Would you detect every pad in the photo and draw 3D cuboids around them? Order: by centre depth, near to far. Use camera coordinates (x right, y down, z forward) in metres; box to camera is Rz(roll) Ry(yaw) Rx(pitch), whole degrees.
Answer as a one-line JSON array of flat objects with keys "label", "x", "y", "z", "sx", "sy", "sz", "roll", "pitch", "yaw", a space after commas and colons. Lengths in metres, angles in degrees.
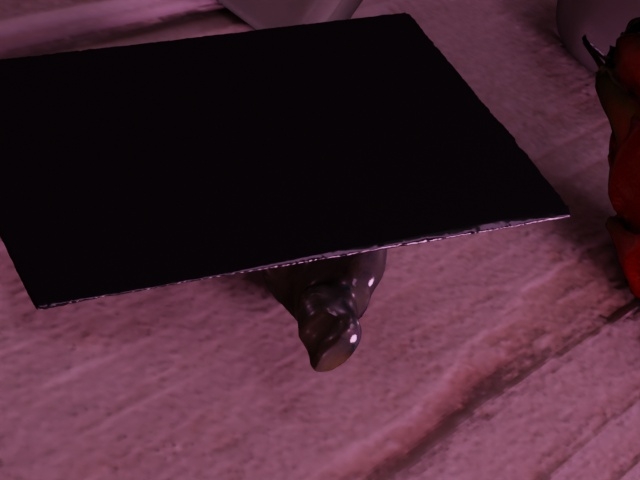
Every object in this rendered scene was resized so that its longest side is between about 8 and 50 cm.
[{"label": "pad", "x": -0.040, "y": -0.051, "z": 1.034, "sx": 0.300, "sy": 0.005, "sz": 0.202, "roll": -10, "pitch": 44, "yaw": -25}]

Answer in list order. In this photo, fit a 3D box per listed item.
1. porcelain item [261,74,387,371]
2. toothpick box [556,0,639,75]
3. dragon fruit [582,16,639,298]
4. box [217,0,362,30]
[{"label": "porcelain item", "x": 0.000, "y": 0.000, "z": 1.048, "sx": 0.069, "sy": 0.081, "sz": 0.215, "roll": 39, "pitch": 26, "yaw": -25}, {"label": "toothpick box", "x": 0.330, "y": -0.179, "z": 1.537, "sx": 0.316, "sy": 0.229, "sz": 0.229, "roll": 37, "pitch": 28, "yaw": 10}, {"label": "dragon fruit", "x": 0.287, "y": -0.052, "z": 1.279, "sx": 0.234, "sy": 0.234, "sz": 0.293, "roll": 4, "pitch": 46, "yaw": -43}, {"label": "box", "x": -0.040, "y": -0.237, "z": 1.317, "sx": 0.210, "sy": 0.129, "sz": 0.148, "roll": 36, "pitch": 29, "yaw": 6}]
